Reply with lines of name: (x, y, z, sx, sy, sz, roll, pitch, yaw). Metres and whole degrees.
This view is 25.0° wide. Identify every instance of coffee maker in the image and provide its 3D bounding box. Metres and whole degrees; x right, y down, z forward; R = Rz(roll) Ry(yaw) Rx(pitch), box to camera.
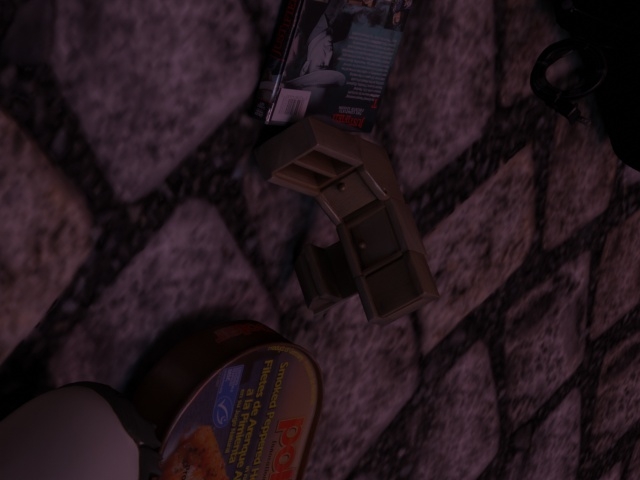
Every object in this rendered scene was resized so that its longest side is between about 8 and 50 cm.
coffee maker: (0.207, -0.107, 0.875, 0.171, 0.120, 0.178, -37, 143, 1)

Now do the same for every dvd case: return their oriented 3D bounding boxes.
dvd case: (0.013, -0.110, 0.677, 0.087, 0.013, 0.120, -2, 112, -53)

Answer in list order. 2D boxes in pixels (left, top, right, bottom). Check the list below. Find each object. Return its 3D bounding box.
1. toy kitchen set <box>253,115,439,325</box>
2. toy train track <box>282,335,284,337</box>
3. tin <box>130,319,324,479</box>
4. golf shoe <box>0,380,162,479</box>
toy kitchen set: (0.000, 0.000, 0.688, 0.068, 0.083, 0.075, -30, 156, 25)
toy train track: (-0.044, 0.068, 0.716, 0.083, 0.014, 0.048, -5, 120, -46)
tin: (-0.056, 0.126, 0.702, 0.106, 0.040, 0.190, -5, 120, -42)
golf shoe: (-0.165, 0.149, 0.525, 0.273, 0.105, 0.120, -51, 137, -21)
